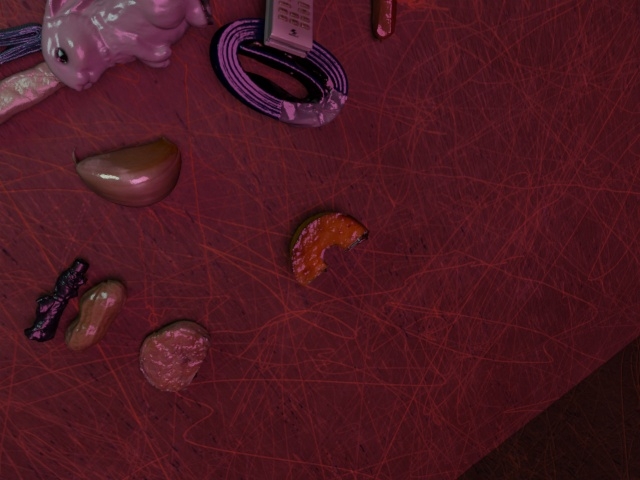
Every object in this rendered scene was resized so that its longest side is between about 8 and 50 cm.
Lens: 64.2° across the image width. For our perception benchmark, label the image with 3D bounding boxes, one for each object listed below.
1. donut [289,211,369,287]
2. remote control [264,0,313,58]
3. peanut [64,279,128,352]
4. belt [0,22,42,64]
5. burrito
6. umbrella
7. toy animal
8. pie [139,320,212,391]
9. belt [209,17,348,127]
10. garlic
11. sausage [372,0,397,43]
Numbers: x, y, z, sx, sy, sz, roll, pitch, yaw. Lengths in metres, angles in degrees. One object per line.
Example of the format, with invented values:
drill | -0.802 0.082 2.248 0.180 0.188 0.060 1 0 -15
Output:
donut | 0.002 -0.006 1.464 0.259 0.101 0.152 -36 118 -6
remote control | -0.069 -0.565 1.177 0.102 0.055 0.278 9 71 -26
peanut | -0.574 0.193 1.297 0.098 0.090 0.214 28 95 -41
belt | -0.660 -0.419 1.056 0.179 0.065 0.100 -25 125 -15
burrito | -0.643 -0.316 1.099 0.275 0.059 0.082 -31 103 -10
umbrella | -0.652 0.142 1.263 0.071 0.080 0.224 33 91 6
toy animal | -0.419 -0.473 1.065 0.357 0.194 0.258 -27 116 -10
pie | -0.414 0.324 1.436 0.185 0.052 0.218 26 99 -30
belt | -0.101 -0.411 1.262 0.346 0.117 0.213 19 98 -27
garlic | -0.452 -0.160 1.214 0.244 0.145 0.164 -10 80 -18
sausage | 0.169 -0.607 1.336 0.065 0.065 0.170 -9 113 -20
